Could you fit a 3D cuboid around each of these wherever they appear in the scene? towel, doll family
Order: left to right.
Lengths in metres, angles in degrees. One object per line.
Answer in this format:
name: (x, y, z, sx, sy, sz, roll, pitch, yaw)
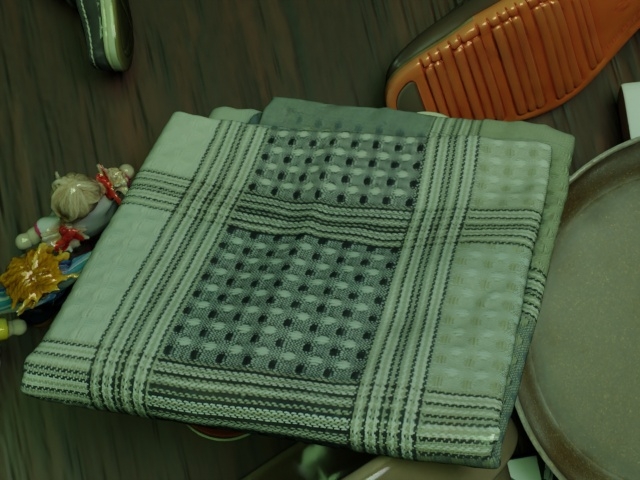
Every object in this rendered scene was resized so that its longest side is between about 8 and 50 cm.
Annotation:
doll family: (-0.233, 0.047, 0.786, 0.263, 0.163, 0.118, -29, 82, -11)
towel: (0.000, 0.000, 0.730, 0.312, 0.056, 0.324, 6, 42, 18)

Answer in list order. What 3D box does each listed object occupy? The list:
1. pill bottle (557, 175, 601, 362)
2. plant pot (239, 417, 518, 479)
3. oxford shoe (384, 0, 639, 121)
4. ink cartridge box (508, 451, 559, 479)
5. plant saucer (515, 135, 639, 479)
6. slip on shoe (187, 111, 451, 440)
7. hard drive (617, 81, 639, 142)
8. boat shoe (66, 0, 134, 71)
pill bottle: (0.207, 0.030, 0.875, 0.086, 0.086, 0.152, 16, 76, -2)
plant pot: (0.052, 0.248, 0.730, 0.263, 0.263, 0.229, -29, 88, -11)
oxford shoe: (0.203, -0.217, 0.933, 0.363, 0.130, 0.133, -29, 49, -5)
ink cartridge box: (0.167, 0.275, 0.836, 0.097, 0.046, 0.207, -8, 79, -6)
plant saucer: (0.284, 0.071, 0.809, 0.310, 0.050, 0.310, 0, 87, -7)
slip on shoe: (0.011, 0.025, 0.845, 0.123, 0.101, 0.331, 44, 78, 3)
hard drive: (0.421, -0.051, 0.891, 0.307, 0.040, 0.203, -5, 71, 6)
boat shoe: (-0.209, -0.239, 0.901, 0.073, 0.080, 0.223, -12, 74, -3)
